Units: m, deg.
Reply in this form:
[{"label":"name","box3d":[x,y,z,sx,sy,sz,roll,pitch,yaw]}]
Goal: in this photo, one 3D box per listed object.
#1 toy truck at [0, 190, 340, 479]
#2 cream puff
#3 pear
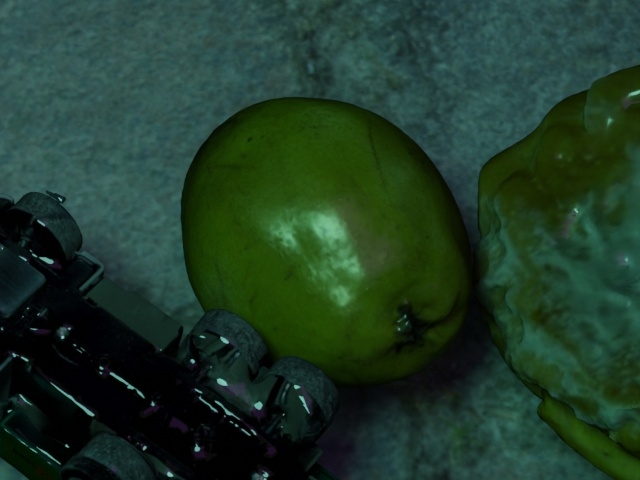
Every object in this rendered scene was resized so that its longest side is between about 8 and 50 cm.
[{"label":"toy truck","box3d":[-0.145,0.131,1.250,0.363,0.178,0.176,37,56,9]},{"label":"cream puff","box3d":[0.317,0.034,1.339,0.378,0.275,0.378,-11,62,22]},{"label":"pear","box3d":[0.000,0.000,1.316,0.212,0.212,0.269,-29,45,-20]}]
